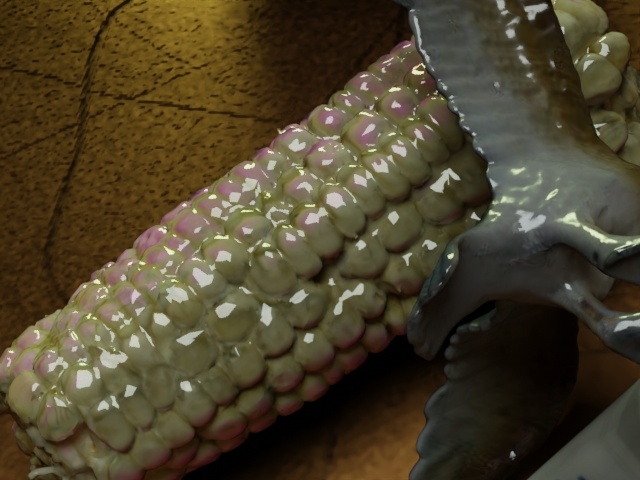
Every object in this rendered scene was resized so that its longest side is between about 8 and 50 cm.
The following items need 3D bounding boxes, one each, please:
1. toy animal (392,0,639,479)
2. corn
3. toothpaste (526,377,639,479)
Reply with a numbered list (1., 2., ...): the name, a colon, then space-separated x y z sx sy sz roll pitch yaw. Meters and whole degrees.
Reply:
1. toy animal: 0.110 0.002 0.703 0.197 0.273 0.160 -4 21 0
2. corn: 0.000 0.001 0.811 0.335 0.127 0.127 -32 52 -8
3. toothpaste: 0.193 0.037 0.692 0.323 0.066 0.100 -50 52 18
